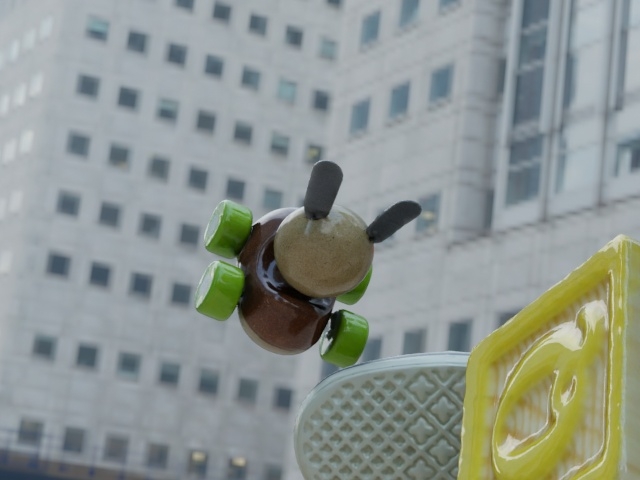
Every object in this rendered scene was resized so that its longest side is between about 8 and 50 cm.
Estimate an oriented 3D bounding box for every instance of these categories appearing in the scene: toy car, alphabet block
[{"bbox_3d":[0.000,0.000,1.438,0.155,0.149,0.188,22,-45,-18],"label":"toy car"},{"bbox_3d":[0.221,0.145,1.085,0.197,0.193,0.192,23,-41,-18],"label":"alphabet block"}]

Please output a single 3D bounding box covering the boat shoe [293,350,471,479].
[{"bbox_3d":[0.219,0.192,1.445,0.500,0.186,0.156,3,0,-11],"label":"boat shoe"}]
